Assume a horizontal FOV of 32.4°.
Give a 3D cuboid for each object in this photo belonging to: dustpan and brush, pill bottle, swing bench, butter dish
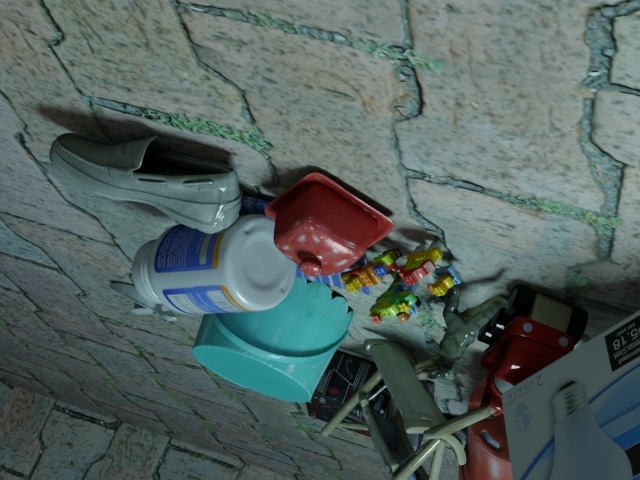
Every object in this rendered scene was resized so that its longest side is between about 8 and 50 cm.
[{"bbox_3d":[-0.370,0.149,2.437,0.147,0.060,0.211,37,154,-34],"label":"dustpan and brush"},{"bbox_3d":[-0.181,0.042,1.786,0.272,0.152,0.152,-5,146,45],"label":"pill bottle"},{"bbox_3d":[0.148,0.363,2.093,0.165,0.253,0.254,11,120,-24],"label":"swing bench"},{"bbox_3d":[0.000,0.000,1.617,0.160,0.118,0.160,33,144,-19],"label":"butter dish"}]

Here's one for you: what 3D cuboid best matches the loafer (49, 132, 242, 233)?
[{"bbox_3d":[-0.265,-0.113,1.676,0.320,0.112,0.111,18,123,12],"label":"loafer"}]

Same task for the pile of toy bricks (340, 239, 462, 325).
[{"bbox_3d":[0.112,0.085,1.689,0.212,0.105,0.118,-17,117,46],"label":"pile of toy bricks"}]

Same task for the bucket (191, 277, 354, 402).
[{"bbox_3d":[-0.095,0.170,2.056,0.281,0.183,0.281,19,159,8],"label":"bucket"}]

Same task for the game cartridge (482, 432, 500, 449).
[{"bbox_3d":[0.496,0.453,2.353,0.294,0.060,0.196,2,155,42],"label":"game cartridge"}]

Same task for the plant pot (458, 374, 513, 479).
[{"bbox_3d":[0.379,0.372,2.018,0.273,0.272,0.265,13,149,21],"label":"plant pot"}]

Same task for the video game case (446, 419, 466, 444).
[{"bbox_3d":[0.363,0.474,2.464,0.212,0.023,0.193,39,175,-30],"label":"video game case"}]

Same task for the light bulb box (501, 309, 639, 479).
[{"bbox_3d":[0.457,0.313,1.460,0.225,0.361,0.358,33,125,-27],"label":"light bulb box"}]

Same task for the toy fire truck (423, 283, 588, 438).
[{"bbox_3d":[0.280,0.210,1.705,0.159,0.246,0.217,22,159,-2],"label":"toy fire truck"}]

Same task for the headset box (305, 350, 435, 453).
[{"bbox_3d":[0.120,0.351,2.385,0.293,0.110,0.218,18,158,11],"label":"headset box"}]

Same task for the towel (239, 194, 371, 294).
[{"bbox_3d":[-0.080,-0.011,1.825,0.336,0.040,0.243,13,155,17],"label":"towel"}]

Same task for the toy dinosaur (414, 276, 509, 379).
[{"bbox_3d":[0.215,0.120,1.739,0.064,0.118,0.268,-10,151,-30],"label":"toy dinosaur"}]
